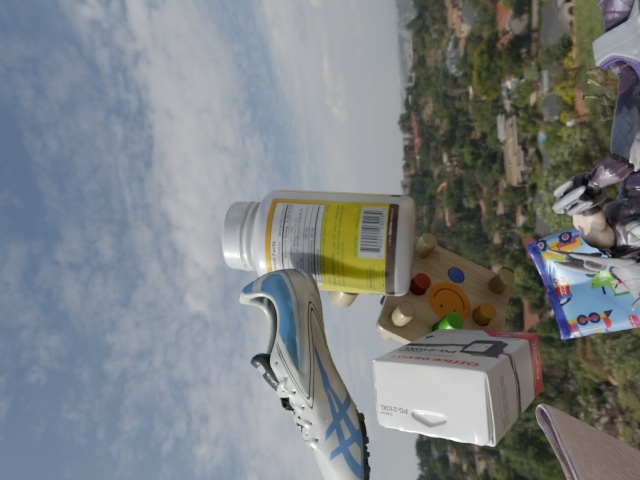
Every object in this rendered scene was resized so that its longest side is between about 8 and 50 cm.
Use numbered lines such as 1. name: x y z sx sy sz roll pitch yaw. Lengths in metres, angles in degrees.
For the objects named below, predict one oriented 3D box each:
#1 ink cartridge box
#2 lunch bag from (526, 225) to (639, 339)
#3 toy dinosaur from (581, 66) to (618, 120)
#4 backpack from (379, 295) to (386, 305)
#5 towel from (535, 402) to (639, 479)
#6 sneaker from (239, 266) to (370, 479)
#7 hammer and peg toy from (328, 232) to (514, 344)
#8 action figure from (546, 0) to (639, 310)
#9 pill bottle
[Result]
1. ink cartridge box: 0.214 0.207 0.740 0.237 0.172 0.100 -6 -90 -52
2. lunch bag: 0.452 0.017 0.670 0.293 0.221 0.138 -11 -99 -52
3. toy dinosaur: 0.564 -0.270 0.919 0.183 0.093 0.053 56 173 22
4. backpack: 0.227 0.145 1.336 0.105 0.115 0.084 107 148 -41
5. towel: 0.639 0.507 1.018 0.053 0.332 0.317 -64 -4 17
6. sneaker: -0.016 0.142 0.475 0.085 0.086 0.237 117 135 -67
7. hammer and peg toy: 0.220 0.104 1.026 0.265 0.362 0.127 -63 -2 -35
8. action figure: 0.289 -0.074 0.425 0.099 0.186 0.284 178 92 -72
9. pill bottle: 0.000 0.000 0.573 0.117 0.215 0.117 4 -90 -78
